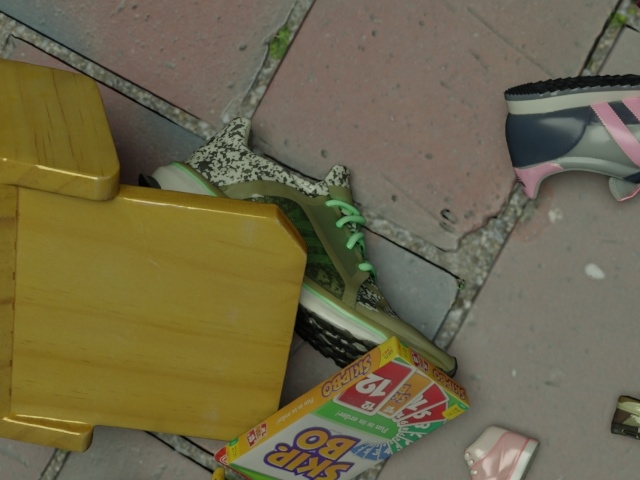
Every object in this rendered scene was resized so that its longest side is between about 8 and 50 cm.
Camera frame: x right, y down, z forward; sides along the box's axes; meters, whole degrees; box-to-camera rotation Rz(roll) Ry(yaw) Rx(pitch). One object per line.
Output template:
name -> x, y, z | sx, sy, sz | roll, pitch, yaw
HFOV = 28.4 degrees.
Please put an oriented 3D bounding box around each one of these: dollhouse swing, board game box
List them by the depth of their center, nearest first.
board game box -> 0.018, 0.203, 1.341 | 0.259, 0.124, 0.039 | -34, 39, 25
dollhouse swing -> -0.209, 0.018, 1.365 | 0.305, 0.315, 0.347 | -1, 124, -18

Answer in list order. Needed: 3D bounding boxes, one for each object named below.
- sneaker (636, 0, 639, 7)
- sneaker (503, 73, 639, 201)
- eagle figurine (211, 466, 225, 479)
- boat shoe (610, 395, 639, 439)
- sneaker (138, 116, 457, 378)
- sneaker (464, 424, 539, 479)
sneaker -> 0.413, -0.244, 1.341 | 0.170, 0.063, 0.075 | 41, 101, 19
sneaker -> 0.357, -0.108, 1.336 | 0.319, 0.112, 0.131 | 0, 105, 14
eagle figurine -> -0.127, 0.354, 1.345 | 0.298, 0.226, 0.225 | -7, 46, -3
boat shoe -> 0.376, 0.210, 1.313 | 0.152, 0.056, 0.049 | 23, 95, 24
sneaker -> 0.000, 0.000, 1.390 | 0.410, 0.158, 0.182 | 37, 76, 10
sneaker -> 0.177, 0.262, 1.357 | 0.070, 0.051, 0.134 | 25, 87, 17
